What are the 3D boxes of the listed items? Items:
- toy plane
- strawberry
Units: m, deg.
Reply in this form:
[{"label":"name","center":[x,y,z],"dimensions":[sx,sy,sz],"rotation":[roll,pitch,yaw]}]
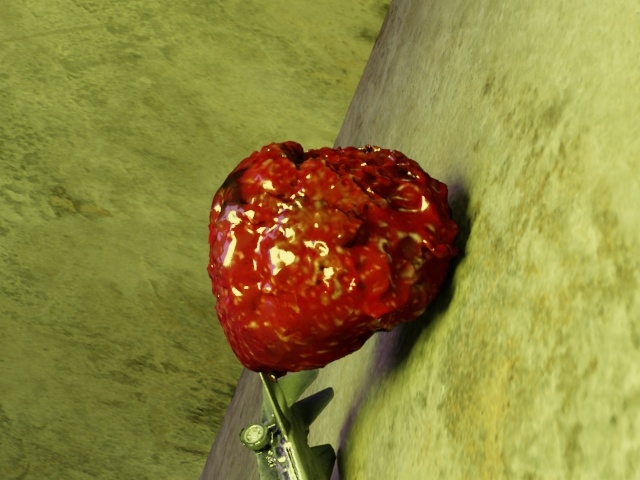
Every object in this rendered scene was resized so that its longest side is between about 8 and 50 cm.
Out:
[{"label":"toy plane","center":[-0.025,0.250,1.161],"dimensions":[0.267,0.088,0.212],"rotation":[-96,-20,-46]},{"label":"strawberry","center":[0.000,0.000,1.114],"dimensions":[0.274,0.220,0.274],"rotation":[-32,15,10]}]
